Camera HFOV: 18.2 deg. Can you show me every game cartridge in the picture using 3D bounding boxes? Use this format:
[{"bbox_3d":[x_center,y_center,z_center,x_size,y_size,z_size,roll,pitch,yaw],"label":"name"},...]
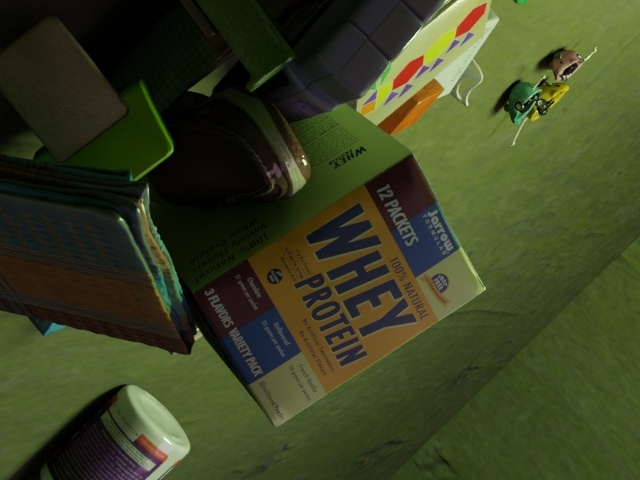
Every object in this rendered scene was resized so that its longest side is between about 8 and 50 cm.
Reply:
[{"bbox_3d":[0.029,-0.188,1.551,0.230,0.068,0.355,-45,-170,-12],"label":"game cartridge"}]

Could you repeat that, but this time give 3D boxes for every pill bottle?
[{"bbox_3d":[-0.252,0.266,2.288,0.193,0.108,0.108,-44,164,7],"label":"pill bottle"}]

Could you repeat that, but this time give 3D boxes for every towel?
[{"bbox_3d":[-0.231,-0.004,1.418,0.370,0.271,0.040,81,24,-73],"label":"towel"}]

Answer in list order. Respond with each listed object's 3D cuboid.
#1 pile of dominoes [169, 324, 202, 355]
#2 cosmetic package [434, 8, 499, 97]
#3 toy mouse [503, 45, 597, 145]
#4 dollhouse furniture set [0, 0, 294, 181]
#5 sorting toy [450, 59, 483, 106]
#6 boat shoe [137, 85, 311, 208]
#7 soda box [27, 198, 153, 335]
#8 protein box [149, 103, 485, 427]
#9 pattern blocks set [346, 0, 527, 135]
[{"bbox_3d":[-0.057,-0.001,1.935,0.251,0.040,0.196,-35,164,-38],"label":"pile of dominoes"},{"bbox_3d":[0.055,-0.172,1.900,0.231,0.085,0.117,-25,157,-42],"label":"cosmetic package"},{"bbox_3d":[0.272,-0.193,2.448,0.161,0.031,0.143,-43,164,6],"label":"toy mouse"},{"bbox_3d":[-0.147,-0.160,1.490,0.197,0.151,0.301,-37,-166,5],"label":"dollhouse furniture set"},{"bbox_3d":[0.137,-0.180,2.086,0.045,0.075,0.083,-31,161,-34],"label":"sorting toy"},{"bbox_3d":[-0.089,-0.055,1.521,0.095,0.095,0.257,-36,-167,-15],"label":"boat shoe"},{"bbox_3d":[-0.189,0.015,1.851,0.210,0.067,0.071,-22,155,-49],"label":"soda box"},{"bbox_3d":[-0.014,0.009,1.584,0.200,0.136,0.201,-33,-155,-7],"label":"protein box"},{"bbox_3d":[0.080,-0.168,1.774,0.325,0.026,0.285,-38,164,-23],"label":"pattern blocks set"}]
